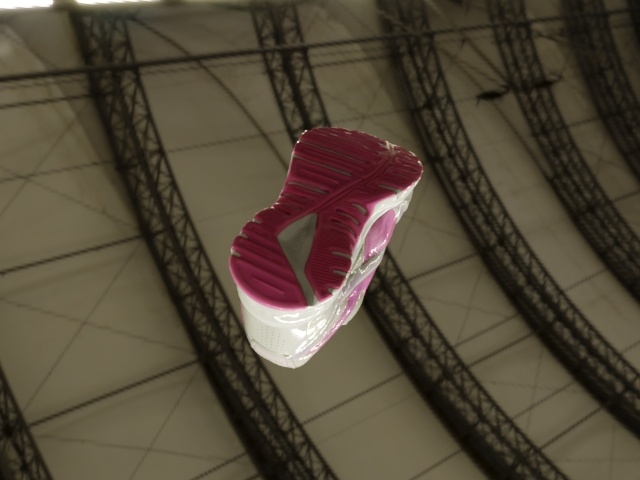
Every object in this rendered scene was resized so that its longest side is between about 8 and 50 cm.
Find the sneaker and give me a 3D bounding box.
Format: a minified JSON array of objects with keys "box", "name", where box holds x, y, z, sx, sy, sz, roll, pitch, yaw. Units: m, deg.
[{"box":[0.000,0.000,0.710,0.103,0.111,0.252,25,-137,13],"name":"sneaker"}]
